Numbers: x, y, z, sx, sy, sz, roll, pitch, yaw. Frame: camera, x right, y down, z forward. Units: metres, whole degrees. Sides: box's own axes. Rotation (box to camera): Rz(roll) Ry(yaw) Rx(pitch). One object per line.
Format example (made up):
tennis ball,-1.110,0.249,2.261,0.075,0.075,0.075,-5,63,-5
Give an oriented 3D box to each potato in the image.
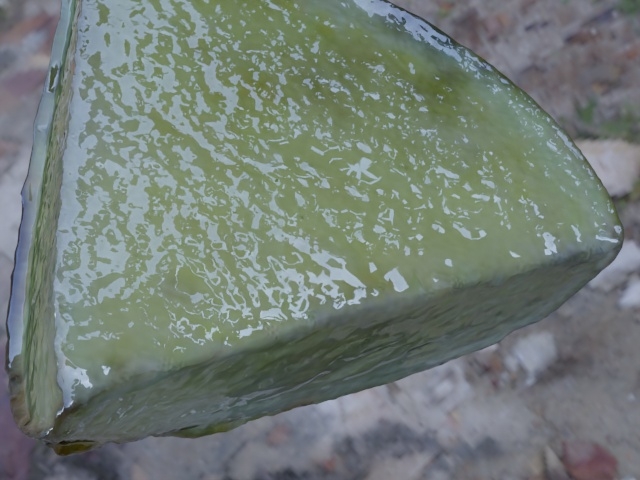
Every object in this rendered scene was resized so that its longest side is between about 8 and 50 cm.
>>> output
potato,0.000,0.000,0.709,0.112,0.255,0.269,122,154,-51
